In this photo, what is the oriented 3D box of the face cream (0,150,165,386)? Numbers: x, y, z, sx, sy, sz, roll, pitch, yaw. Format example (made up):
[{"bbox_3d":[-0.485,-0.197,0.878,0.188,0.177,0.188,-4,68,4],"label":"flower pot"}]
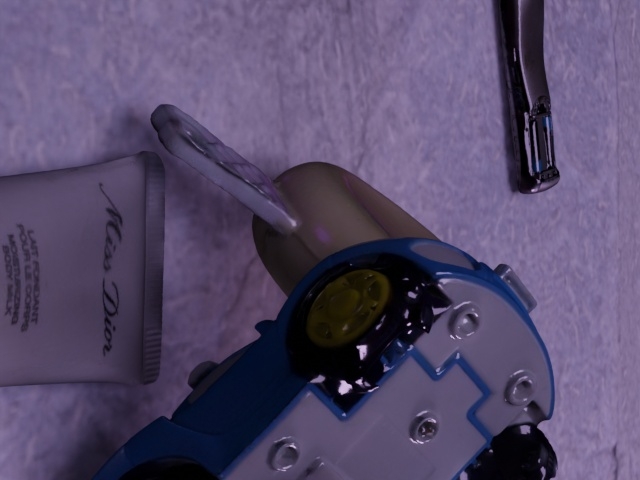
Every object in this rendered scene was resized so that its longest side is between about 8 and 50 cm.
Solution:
[{"bbox_3d":[-0.176,0.022,0.725,0.314,0.089,0.143,-5,95,-63],"label":"face cream"}]

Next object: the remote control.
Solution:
[{"bbox_3d":[0.183,-0.147,1.221,0.059,0.028,0.212,-18,105,-50],"label":"remote control"}]

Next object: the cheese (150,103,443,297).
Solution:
[{"bbox_3d":[0.000,0.000,0.900,0.082,0.163,0.286,-47,129,11],"label":"cheese"}]

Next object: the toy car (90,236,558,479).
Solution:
[{"bbox_3d":[-0.006,0.126,0.820,0.314,0.166,0.198,-46,127,-5],"label":"toy car"}]
